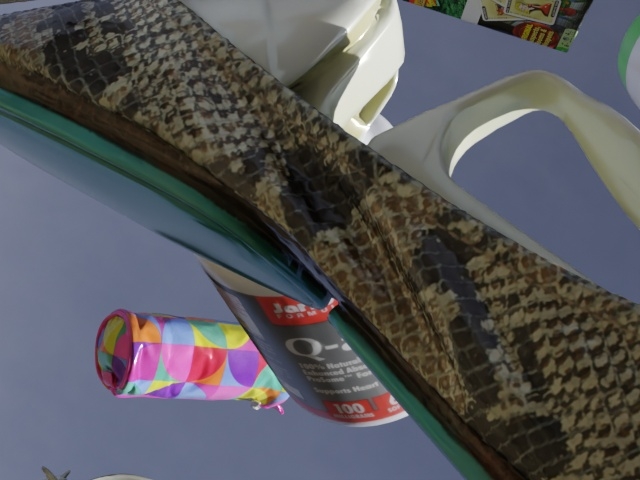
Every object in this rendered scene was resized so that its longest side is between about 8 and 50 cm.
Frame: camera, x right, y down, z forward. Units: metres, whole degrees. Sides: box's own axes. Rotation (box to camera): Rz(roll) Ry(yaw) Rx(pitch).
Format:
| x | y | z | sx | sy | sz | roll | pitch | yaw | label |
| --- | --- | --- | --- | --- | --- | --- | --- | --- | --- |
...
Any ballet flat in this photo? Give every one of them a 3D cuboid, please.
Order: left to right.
| x | y | z | sx | sy | sz | roll | pitch | yaw | label |
| --- | --- | --- | --- | --- | --- | --- | --- | --- | --- |
| 0.032 | -0.014 | 0.577 | 0.483 | 0.182 | 0.164 | 36 | -7 | 28 | ballet flat |

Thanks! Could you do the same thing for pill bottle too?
| x | y | z | sx | sy | sz | roll | pitch | yaw | label |
| --- | --- | --- | --- | --- | --- | --- | --- | --- | --- |
| 0.000 | 0.000 | 1.167 | 0.210 | 0.210 | 0.363 | 7 | -32 | 27 | pill bottle |

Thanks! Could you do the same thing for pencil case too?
| x | y | z | sx | sy | sz | roll | pitch | yaw | label |
| --- | --- | --- | --- | --- | --- | --- | --- | --- | --- |
| -0.133 | 0.136 | 1.434 | 0.104 | 0.236 | 0.104 | -23 | -118 | 53 | pencil case |

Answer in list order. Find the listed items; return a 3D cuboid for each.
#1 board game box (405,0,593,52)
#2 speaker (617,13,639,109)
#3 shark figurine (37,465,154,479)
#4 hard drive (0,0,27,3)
| x | y | z | sx | sy | sz | roll | pitch | yaw | label |
| --- | --- | --- | --- | --- | --- | --- | --- | --- | --- |
| 0.142 | -0.228 | 0.863 | 0.136 | 0.030 | 0.259 | 20 | -26 | 3 | board game box |
| 0.379 | -0.099 | 1.073 | 0.296 | 0.131 | 0.131 | 54 | -38 | 46 | speaker |
| -0.168 | 0.209 | 0.828 | 0.166 | 0.116 | 0.278 | 25 | -6 | -23 | shark figurine |
| -0.206 | -0.188 | 0.427 | 0.210 | 0.040 | 0.318 | -9 | -29 | -8 | hard drive |
